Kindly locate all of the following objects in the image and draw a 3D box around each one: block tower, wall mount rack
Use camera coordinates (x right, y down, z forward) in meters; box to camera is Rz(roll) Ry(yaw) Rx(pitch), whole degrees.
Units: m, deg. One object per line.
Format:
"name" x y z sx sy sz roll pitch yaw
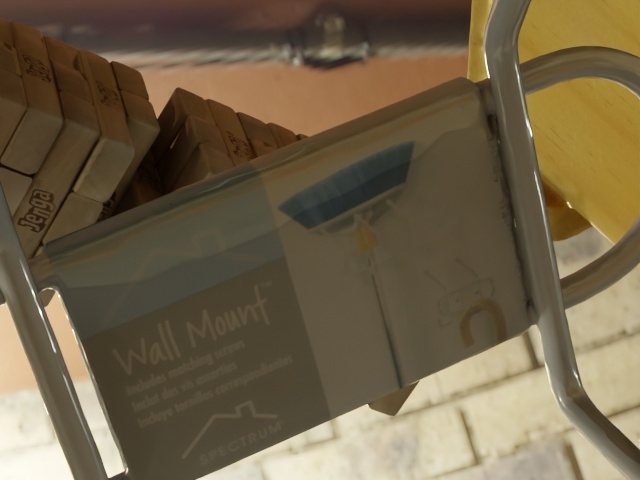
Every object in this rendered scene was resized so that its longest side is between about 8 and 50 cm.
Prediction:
"block tower" -0.093 -0.021 0.758 0.335 0.091 0.097 22 -67 -27
"wall mount rack" 0.000 0.000 0.578 0.350 0.130 0.304 -23 -58 -13

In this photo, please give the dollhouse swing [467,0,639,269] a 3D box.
"dollhouse swing" 0.257 -0.163 0.995 0.315 0.305 0.347 -30 -44 -33
